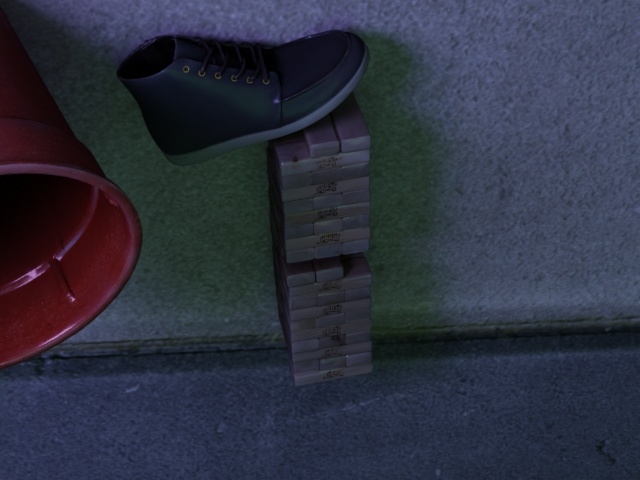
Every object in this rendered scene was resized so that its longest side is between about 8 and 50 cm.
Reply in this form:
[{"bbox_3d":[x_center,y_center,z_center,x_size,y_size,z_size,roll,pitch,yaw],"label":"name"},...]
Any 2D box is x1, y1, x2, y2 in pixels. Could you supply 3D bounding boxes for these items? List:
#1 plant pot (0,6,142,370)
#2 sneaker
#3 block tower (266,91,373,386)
[{"bbox_3d":[-0.322,-0.066,1.406,0.272,0.265,0.272,-19,147,-13],"label":"plant pot"},{"bbox_3d":[-0.071,-0.155,1.549,0.222,0.083,0.118,-25,134,9],"label":"sneaker"},{"bbox_3d":[0.000,0.000,1.716,0.091,0.097,0.335,-9,133,-8],"label":"block tower"}]
